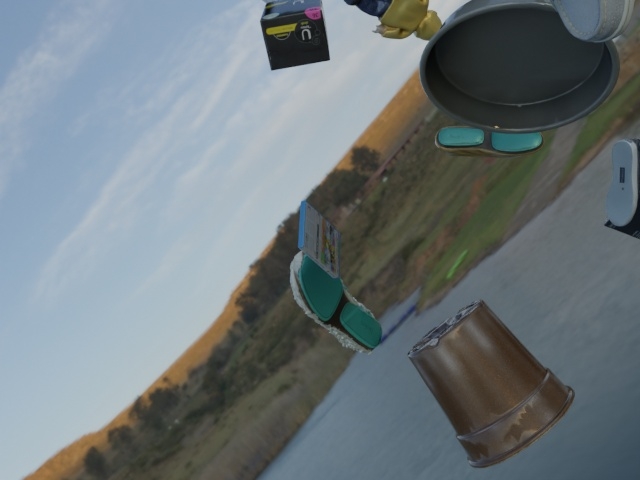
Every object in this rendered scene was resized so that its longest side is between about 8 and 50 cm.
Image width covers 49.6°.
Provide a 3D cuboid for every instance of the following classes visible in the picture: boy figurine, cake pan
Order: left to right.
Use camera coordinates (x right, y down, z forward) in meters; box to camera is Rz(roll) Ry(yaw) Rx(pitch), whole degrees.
[{"bbox_3d":[0.207,-0.598,1.767,0.177,0.285,0.092,-63,30,19],"label":"boy figurine"},{"bbox_3d":[0.301,-0.271,1.063,0.293,0.293,0.054,122,163,-63],"label":"cake pan"}]

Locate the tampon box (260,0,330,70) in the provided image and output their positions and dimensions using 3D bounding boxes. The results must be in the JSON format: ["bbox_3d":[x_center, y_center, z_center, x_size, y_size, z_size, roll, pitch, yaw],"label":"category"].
[{"bbox_3d":[-0.048,-0.417,1.378,0.120,0.101,0.161,-10,29,4],"label":"tampon box"}]

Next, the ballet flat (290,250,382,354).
[{"bbox_3d":[0.013,0.174,1.820,0.147,0.409,0.147,-24,39,21],"label":"ballet flat"}]

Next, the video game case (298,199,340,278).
[{"bbox_3d":[0.000,0.000,1.544,0.015,0.119,0.166,-14,-33,26],"label":"video game case"}]

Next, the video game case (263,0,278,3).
[{"bbox_3d":[-0.079,-0.584,1.703,0.023,0.201,0.183,-55,-2,-1],"label":"video game case"}]

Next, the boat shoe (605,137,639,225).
[{"bbox_3d":[0.651,-0.123,1.445,0.083,0.065,0.183,-14,-69,-33],"label":"boat shoe"}]

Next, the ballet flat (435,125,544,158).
[{"bbox_3d":[0.371,-0.216,1.522,0.073,0.232,0.080,52,-133,-66],"label":"ballet flat"}]

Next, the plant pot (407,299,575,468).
[{"bbox_3d":[0.212,0.178,0.909,0.167,0.165,0.167,-37,-6,-4],"label":"plant pot"}]

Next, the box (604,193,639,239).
[{"bbox_3d":[0.808,-0.083,1.634,0.261,0.184,0.103,71,-138,-71],"label":"box"}]

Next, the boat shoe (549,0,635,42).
[{"bbox_3d":[0.258,-0.368,0.773,0.103,0.320,0.118,-28,20,-14],"label":"boat shoe"}]
